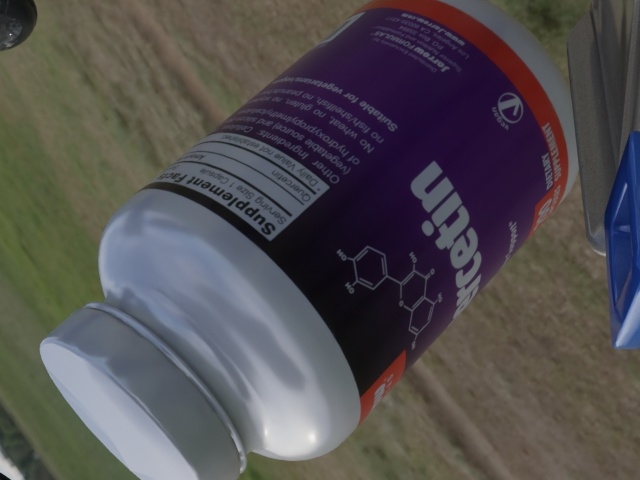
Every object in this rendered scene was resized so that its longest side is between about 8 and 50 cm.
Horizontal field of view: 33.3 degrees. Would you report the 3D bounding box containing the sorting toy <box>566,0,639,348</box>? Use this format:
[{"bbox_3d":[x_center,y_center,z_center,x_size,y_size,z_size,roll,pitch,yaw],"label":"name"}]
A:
[{"bbox_3d":[0.145,-0.120,0.465,0.196,0.047,0.348,86,-172,-46],"label":"sorting toy"}]

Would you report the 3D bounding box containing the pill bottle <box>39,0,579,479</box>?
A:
[{"bbox_3d":[0.000,0.000,0.632,0.181,0.323,0.181,34,151,22],"label":"pill bottle"}]

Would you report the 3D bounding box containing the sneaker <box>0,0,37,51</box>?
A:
[{"bbox_3d":[-0.281,-0.108,0.624,0.078,0.234,0.106,111,146,-49],"label":"sneaker"}]

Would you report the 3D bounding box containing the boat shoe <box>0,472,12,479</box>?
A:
[{"bbox_3d":[-0.083,0.176,0.429,0.340,0.127,0.158,43,-161,13],"label":"boat shoe"}]
